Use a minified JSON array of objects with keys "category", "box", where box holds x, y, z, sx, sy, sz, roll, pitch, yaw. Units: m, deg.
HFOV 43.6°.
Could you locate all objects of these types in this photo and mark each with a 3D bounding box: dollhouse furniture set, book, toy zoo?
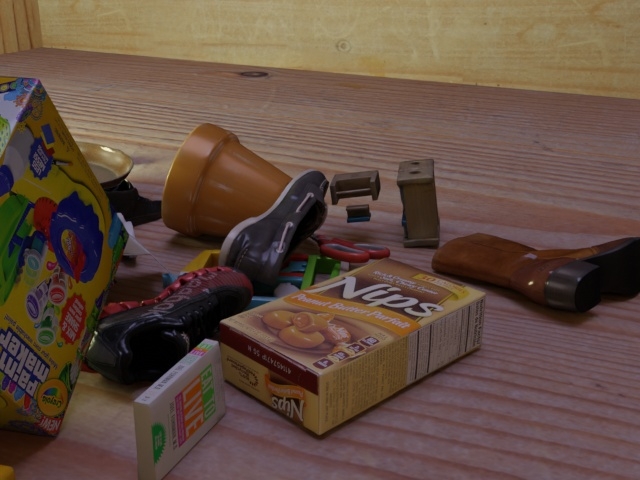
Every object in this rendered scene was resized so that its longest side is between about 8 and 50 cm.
[{"category":"dollhouse furniture set","box":[0.124,-0.068,1.485,0.183,0.129,0.129,-4,20,11]},{"category":"book","box":[-0.153,0.180,0.870,0.035,0.096,0.144,9,23,20]},{"category":"toy zoo","box":[-0.104,0.066,1.256,0.293,0.030,0.192,3,21,5]}]

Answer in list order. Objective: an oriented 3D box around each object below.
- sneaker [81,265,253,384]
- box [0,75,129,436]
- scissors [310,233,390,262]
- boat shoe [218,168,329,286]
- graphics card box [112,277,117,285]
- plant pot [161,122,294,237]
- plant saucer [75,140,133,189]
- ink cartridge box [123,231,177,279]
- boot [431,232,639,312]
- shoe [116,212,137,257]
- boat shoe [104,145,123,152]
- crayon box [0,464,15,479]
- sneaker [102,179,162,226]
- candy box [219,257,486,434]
[{"category":"sneaker","box":[-0.183,0.113,1.042,0.276,0.098,0.135,-21,30,-39]},{"category":"box","box":[-0.371,0.022,0.862,0.176,0.290,0.279,5,59,11]},{"category":"scissors","box":[0.000,0.000,1.384,0.109,0.021,0.297,-7,15,-37]},{"category":"boat shoe","box":[-0.046,-0.017,1.303,0.095,0.112,0.335,26,33,13]},{"category":"graphics card box","box":[-0.467,-0.050,1.259,0.094,0.233,0.371,-41,35,-9]},{"category":"plant pot","box":[-0.154,-0.084,1.442,0.187,0.205,0.205,22,26,10]},{"category":"plant saucer","box":[-0.538,-0.139,1.622,0.310,0.050,0.311,6,21,-2]},{"category":"ink cartridge box","box":[-0.308,0.004,1.223,0.045,0.179,0.145,-46,22,-8]},{"category":"boot","box":[0.368,0.036,1.322,0.264,0.096,0.280,-25,25,-34]},{"category":"shoe","box":[-0.373,-0.006,1.392,0.081,0.064,0.178,-10,18,-22]},{"category":"boat shoe","box":[-0.520,-0.206,1.920,0.125,0.046,0.038,-1,25,17]},{"category":"crayon box","box":[-0.405,0.263,0.669,0.322,0.083,0.203,6,22,12]},{"category":"sneaker","box":[-0.359,-0.076,1.529,0.051,0.089,0.170,15,26,33]},{"category":"candy box","box":[0.048,0.122,1.040,0.316,0.088,0.182,-19,29,-41]}]
